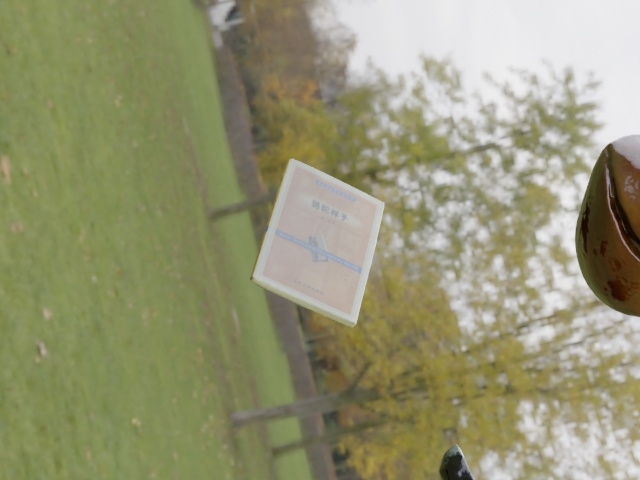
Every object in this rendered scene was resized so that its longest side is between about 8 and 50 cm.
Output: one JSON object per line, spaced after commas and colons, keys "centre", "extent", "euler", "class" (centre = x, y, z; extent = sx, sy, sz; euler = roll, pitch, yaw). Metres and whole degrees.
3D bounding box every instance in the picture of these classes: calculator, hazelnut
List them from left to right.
{"centre": [0.200, 0.368, 1.378], "extent": [0.268, 0.040, 0.177], "euler": [67, -3, -47], "class": "calculator"}
{"centre": [0.368, -0.022, 1.271], "extent": [0.208, 0.208, 0.208], "euler": [167, -90, -89], "class": "hazelnut"}

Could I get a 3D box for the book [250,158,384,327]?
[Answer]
{"centre": [0.000, 0.000, 1.690], "extent": [0.018, 0.170, 0.242], "euler": [-51, -161, 48], "class": "book"}
